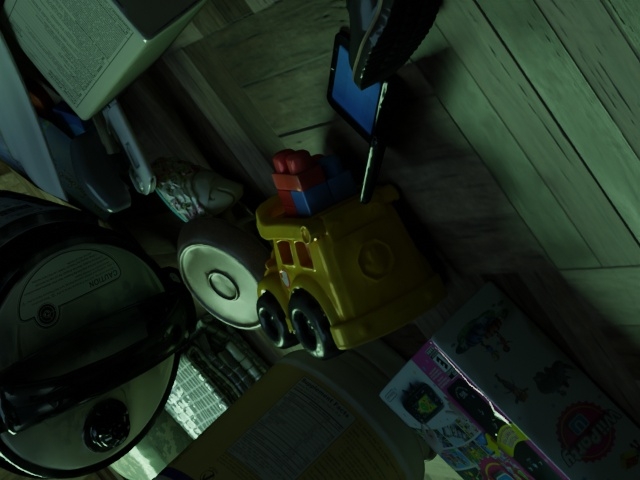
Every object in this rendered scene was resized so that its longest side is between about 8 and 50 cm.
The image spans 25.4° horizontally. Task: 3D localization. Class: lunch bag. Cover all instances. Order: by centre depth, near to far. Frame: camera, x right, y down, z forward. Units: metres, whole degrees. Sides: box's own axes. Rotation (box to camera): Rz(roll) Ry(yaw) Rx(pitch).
[{"bbox_3d":[-0.323,0.254,2.330,0.235,0.169,0.287,60,-178,-29],"label":"lunch bag"}]

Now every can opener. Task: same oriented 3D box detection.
[{"bbox_3d":[-0.280,-0.171,1.670,0.283,0.095,0.076,63,158,-2],"label":"can opener"}]

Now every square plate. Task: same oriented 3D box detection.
[{"bbox_3d":[-0.430,-0.257,1.767,0.347,0.049,0.344,56,165,40],"label":"square plate"}]

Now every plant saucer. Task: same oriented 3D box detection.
[{"bbox_3d":[-0.109,0.047,1.688,0.168,0.029,0.168,25,140,23],"label":"plant saucer"}]

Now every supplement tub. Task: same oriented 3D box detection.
[{"bbox_3d":[-0.026,0.284,1.727,0.241,0.331,0.241,39,156,21],"label":"supplement tub"}]

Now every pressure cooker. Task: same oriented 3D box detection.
[{"bbox_3d":[-0.399,0.137,2.000,0.420,0.369,0.375,13,163,46],"label":"pressure cooker"}]

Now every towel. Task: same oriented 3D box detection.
[{"bbox_3d":[-0.129,0.259,2.163,0.283,0.121,0.235,48,157,-1],"label":"towel"}]

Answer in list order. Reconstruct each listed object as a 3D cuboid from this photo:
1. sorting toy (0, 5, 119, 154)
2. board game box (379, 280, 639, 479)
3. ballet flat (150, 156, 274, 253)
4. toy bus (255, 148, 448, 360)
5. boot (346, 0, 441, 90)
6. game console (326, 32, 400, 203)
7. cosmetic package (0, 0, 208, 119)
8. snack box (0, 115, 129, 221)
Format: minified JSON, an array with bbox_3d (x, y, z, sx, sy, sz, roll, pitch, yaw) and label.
[{"bbox_3d":[-0.376,-0.242,1.877,0.229,0.041,0.307,33,154,33],"label":"sorting toy"},{"bbox_3d":[0.220,0.209,1.467,0.303,0.097,0.224,44,158,7],"label":"board game box"},{"bbox_3d":[-0.102,-0.024,1.714,0.241,0.091,0.077,46,128,-7],"label":"ballet flat"},{"bbox_3d":[0.000,0.000,1.479,0.220,0.149,0.211,3,118,64],"label":"toy bus"},{"bbox_3d":[0.029,-0.227,1.131,0.137,0.077,0.198,45,145,19],"label":"boot"},{"bbox_3d":[0.030,-0.111,1.315,0.071,0.107,0.122,15,153,4],"label":"game console"},{"bbox_3d":[-0.229,-0.252,1.495,0.160,0.113,0.309,51,159,-7],"label":"cosmetic package"},{"bbox_3d":[-0.398,-0.121,2.026,0.207,0.070,0.174,22,165,46],"label":"snack box"}]
